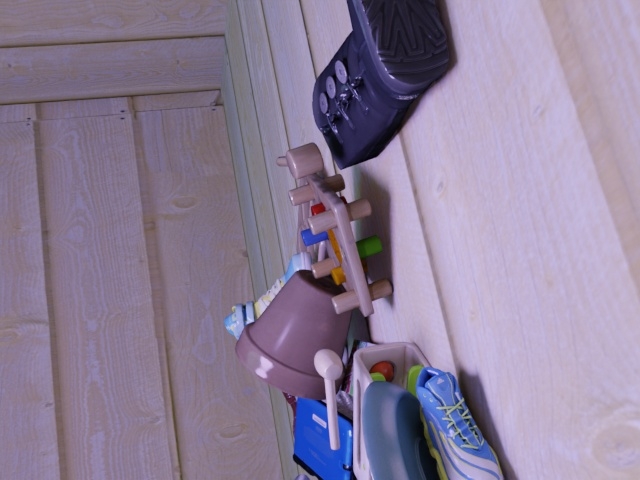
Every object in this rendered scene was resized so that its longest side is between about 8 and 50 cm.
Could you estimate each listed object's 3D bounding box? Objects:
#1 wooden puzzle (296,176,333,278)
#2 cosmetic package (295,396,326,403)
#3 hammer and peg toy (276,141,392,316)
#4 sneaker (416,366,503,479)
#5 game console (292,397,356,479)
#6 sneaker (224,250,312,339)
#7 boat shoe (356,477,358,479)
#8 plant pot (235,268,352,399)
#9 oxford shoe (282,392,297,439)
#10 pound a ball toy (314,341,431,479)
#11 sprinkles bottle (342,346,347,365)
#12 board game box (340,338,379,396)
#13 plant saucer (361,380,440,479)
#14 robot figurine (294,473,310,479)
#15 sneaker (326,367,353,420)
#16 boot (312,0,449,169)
[{"bbox_3d":[0.000,0.000,1.922,0.348,0.080,0.322,-104,14,-47],"label":"wooden puzzle"},{"bbox_3d":[-0.007,0.442,2.082,0.231,0.117,0.086,-121,25,-59],"label":"cosmetic package"},{"bbox_3d":[0.024,-0.049,1.509,0.266,0.127,0.362,-127,18,-66],"label":"hammer and peg toy"},{"bbox_3d":[0.192,0.279,1.099,0.240,0.091,0.126,-121,6,-63],"label":"sneaker"},{"bbox_3d":[0.068,0.492,1.654,0.293,0.173,0.250,-170,84,-65],"label":"game console"},{"bbox_3d":[-0.131,0.162,1.842,0.127,0.208,0.319,-102,20,-58],"label":"sneaker"},{"bbox_3d":[0.058,0.654,1.913,0.103,0.113,0.303,-128,33,-57],"label":"boat shoe"},{"bbox_3d":[-0.031,0.200,1.676,0.229,0.263,0.263,-65,22,13],"label":"plant pot"},{"bbox_3d":[-0.021,0.564,2.301,0.130,0.122,0.348,58,-171,-48],"label":"oxford shoe"},{"bbox_3d":[0.089,0.319,1.379,0.136,0.208,0.319,-123,28,-63],"label":"pound a ball toy"},{"bbox_3d":[-0.025,0.290,2.064,0.355,0.121,0.121,-166,69,-77],"label":"sprinkles bottle"},{"bbox_3d":[0.103,0.287,1.602,0.259,0.039,0.124,167,120,-75],"label":"board game box"},{"bbox_3d":[0.159,0.366,1.152,0.318,0.043,0.318,53,-158,-33],"label":"plant saucer"},{"bbox_3d":[0.015,0.740,1.757,0.353,0.300,0.200,52,-163,-2],"label":"robot figurine"},{"bbox_3d":[0.077,0.423,1.768,0.293,0.102,0.146,-130,29,-75],"label":"sneaker"},{"bbox_3d":[0.074,-0.356,1.283,0.445,0.146,0.367,126,137,-78],"label":"boot"}]
